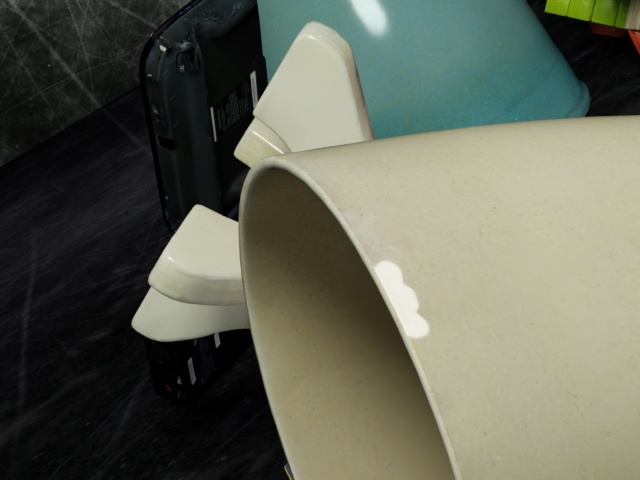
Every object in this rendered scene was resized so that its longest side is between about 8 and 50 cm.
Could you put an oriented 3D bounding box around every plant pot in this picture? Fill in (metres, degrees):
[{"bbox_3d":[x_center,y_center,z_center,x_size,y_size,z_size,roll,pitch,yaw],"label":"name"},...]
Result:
[{"bbox_3d":[0.049,-0.166,1.577,0.271,0.255,0.272,-29,16,9],"label":"plant pot"},{"bbox_3d":[0.138,0.048,0.803,0.274,0.256,0.256,-18,12,-15],"label":"plant pot"}]

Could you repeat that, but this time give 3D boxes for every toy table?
[{"bbox_3d":[0.000,0.000,1.201,0.252,0.161,0.274,-58,1,18],"label":"toy table"}]

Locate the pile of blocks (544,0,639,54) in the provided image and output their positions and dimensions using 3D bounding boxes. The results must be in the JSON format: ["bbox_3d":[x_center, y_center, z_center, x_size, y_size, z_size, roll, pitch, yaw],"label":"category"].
[{"bbox_3d":[0.256,-0.201,1.539,0.149,0.113,0.362,10,8,-10],"label":"pile of blocks"}]

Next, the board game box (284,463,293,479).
[{"bbox_3d":[0.063,0.127,1.002,0.141,0.048,0.170,-33,15,-2],"label":"board game box"}]

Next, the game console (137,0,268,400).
[{"bbox_3d":[-0.065,-0.048,1.356,0.044,0.361,0.213,25,56,21],"label":"game console"}]
